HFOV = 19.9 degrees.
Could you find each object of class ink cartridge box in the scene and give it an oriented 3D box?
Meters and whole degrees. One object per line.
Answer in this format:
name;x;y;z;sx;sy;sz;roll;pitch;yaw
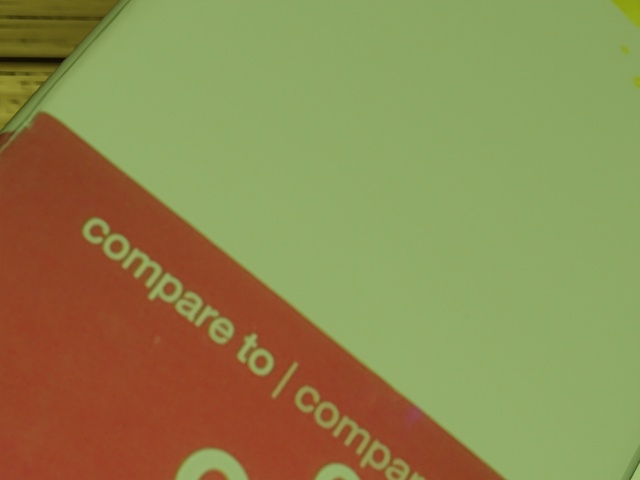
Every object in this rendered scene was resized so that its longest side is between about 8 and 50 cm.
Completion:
ink cartridge box;0.000;0.000;0.538;0.160;0.279;0.384;38;58;-4

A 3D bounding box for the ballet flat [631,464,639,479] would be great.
ballet flat;0.234;0.143;0.624;0.400;0.139;0.139;22;73;-18
